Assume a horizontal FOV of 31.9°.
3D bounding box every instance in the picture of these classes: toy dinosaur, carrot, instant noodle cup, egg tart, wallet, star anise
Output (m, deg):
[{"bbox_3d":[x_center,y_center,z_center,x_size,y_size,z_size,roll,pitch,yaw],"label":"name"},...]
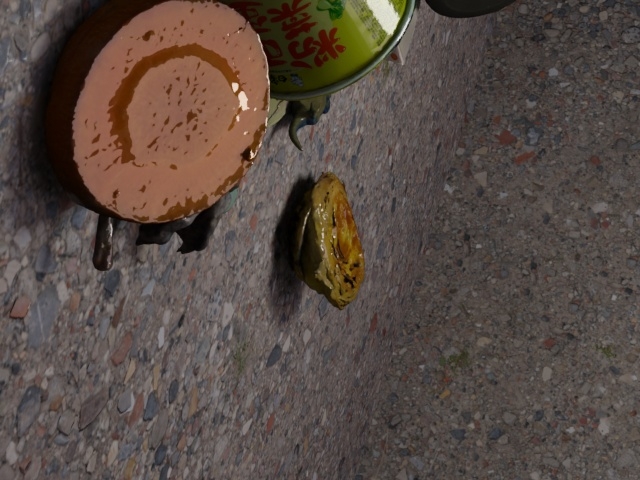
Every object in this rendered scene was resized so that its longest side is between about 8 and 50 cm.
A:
[{"bbox_3d":[-0.018,-0.228,2.097,0.188,0.075,0.248,92,12,-57],"label":"toy dinosaur"},{"bbox_3d":[-0.193,-0.158,1.335,0.258,0.100,0.307,53,57,-30],"label":"carrot"},{"bbox_3d":[-0.048,-0.373,1.513,0.221,0.311,0.311,52,51,-52],"label":"instant noodle cup"},{"bbox_3d":[0.000,0.000,2.252,0.297,0.132,0.297,-3,90,-74],"label":"egg tart"},{"bbox_3d":[-0.083,-0.273,1.880,0.110,0.039,0.155,-55,152,-55],"label":"wallet"},{"bbox_3d":[-0.178,-0.096,1.515,0.316,0.139,0.360,37,62,-61],"label":"star anise"}]

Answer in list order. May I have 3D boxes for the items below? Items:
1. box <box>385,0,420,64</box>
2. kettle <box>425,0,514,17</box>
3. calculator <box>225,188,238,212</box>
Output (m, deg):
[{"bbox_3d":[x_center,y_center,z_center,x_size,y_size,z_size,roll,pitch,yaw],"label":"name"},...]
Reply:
[{"bbox_3d":[0.066,-0.457,1.997,0.333,0.173,0.145,59,47,-67],"label":"box"},{"bbox_3d":[0.237,-0.644,2.049,0.361,0.250,0.377,37,36,-63],"label":"kettle"},{"bbox_3d":[-0.162,-0.088,1.792,0.153,0.021,0.095,17,85,-77],"label":"calculator"}]
